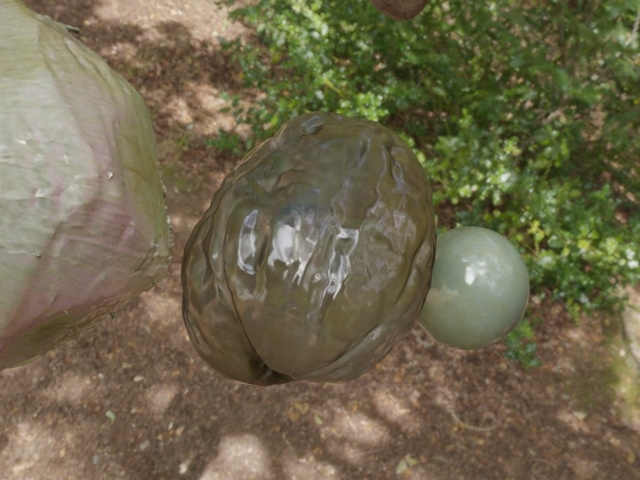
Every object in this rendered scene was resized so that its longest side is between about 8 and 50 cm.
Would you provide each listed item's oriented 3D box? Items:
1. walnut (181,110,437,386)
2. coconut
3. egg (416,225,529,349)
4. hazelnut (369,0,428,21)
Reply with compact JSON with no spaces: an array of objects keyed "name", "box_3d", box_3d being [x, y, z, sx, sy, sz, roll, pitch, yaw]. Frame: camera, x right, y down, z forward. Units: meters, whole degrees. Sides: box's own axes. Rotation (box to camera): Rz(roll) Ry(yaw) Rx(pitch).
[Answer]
[{"name":"walnut","box_3d":[-0.001,-0.001,0.480,0.178,0.178,0.230,28,50,-12]},{"name":"coconut","box_3d":[-0.360,-0.056,0.646,0.405,0.404,0.404,25,29,-15]},{"name":"egg","box_3d":[0.143,0.049,0.648,0.114,0.152,0.114,0,62,0]},{"name":"hazelnut","box_3d":[0.078,-0.269,0.685,0.086,0.086,0.086,25,29,-15]}]
